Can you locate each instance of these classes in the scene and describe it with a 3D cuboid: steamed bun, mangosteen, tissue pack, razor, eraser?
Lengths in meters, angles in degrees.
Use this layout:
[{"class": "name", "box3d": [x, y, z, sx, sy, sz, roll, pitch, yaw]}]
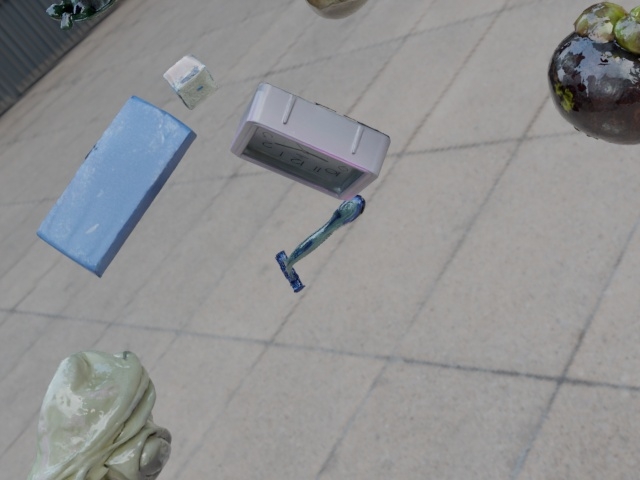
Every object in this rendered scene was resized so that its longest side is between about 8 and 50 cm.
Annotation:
[{"class": "steamed bun", "box3d": [-0.353, 0.330, 1.431, 0.268, 0.207, 0.280, 74, -151, -85]}, {"class": "mangosteen", "box3d": [0.413, -0.236, 1.122, 0.192, 0.192, 0.217, -81, 14, -53]}, {"class": "tissue pack", "box3d": [-0.237, -0.290, 1.533, 0.074, 0.059, 0.094, -40, 39, -4]}, {"class": "razor", "box3d": [-0.010, 0.004, 1.643, 0.056, 0.093, 0.324, -21, -15, -37]}, {"class": "eraser", "box3d": [-0.361, -0.101, 1.495, 0.144, 0.042, 0.312, 31, 82, 15]}]

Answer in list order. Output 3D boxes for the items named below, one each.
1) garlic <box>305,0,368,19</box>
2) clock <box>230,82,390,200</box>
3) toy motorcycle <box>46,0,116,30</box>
[{"class": "garlic", "box3d": [0.010, -0.443, 1.154, 0.203, 0.281, 0.184, -46, 45, -11]}, {"class": "clock", "box3d": [-0.018, -0.134, 1.182, 0.150, 0.197, 0.063, 144, 146, -69]}, {"class": "toy motorcycle", "box3d": [-0.322, -0.367, 1.008, 0.124, 0.275, 0.187, -32, 65, 0]}]
